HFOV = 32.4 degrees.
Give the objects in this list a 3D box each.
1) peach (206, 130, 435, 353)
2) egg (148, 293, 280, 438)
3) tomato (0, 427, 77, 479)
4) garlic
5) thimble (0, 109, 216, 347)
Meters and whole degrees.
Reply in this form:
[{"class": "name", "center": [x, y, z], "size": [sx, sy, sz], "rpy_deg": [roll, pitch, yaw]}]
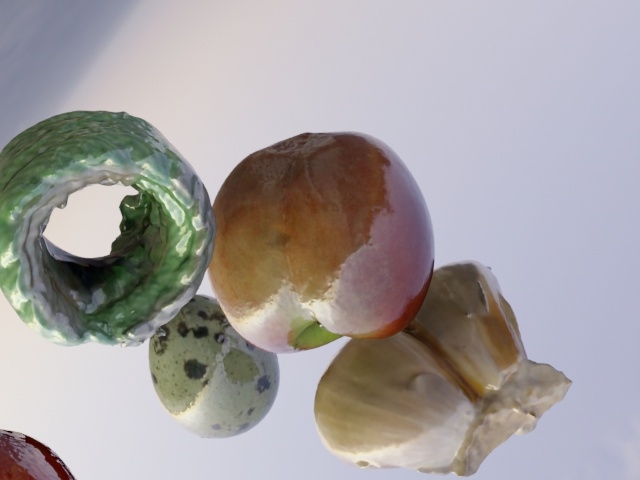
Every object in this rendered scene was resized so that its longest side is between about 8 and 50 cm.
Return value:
[{"class": "peach", "center": [0.000, 0.000, 1.182], "size": [0.252, 0.252, 0.252], "rpy_deg": [-50, -166, 17]}, {"class": "egg", "center": [-0.154, 0.171, 1.536], "size": [0.177, 0.228, 0.177], "rpy_deg": [-22, -152, 12]}, {"class": "tomato", "center": [-0.189, 0.153, 0.523], "size": [0.200, 0.233, 0.139], "rpy_deg": [133, -28, -64]}, {"class": "garlic", "center": [0.139, 0.159, 1.321], "size": [0.286, 0.249, 0.313], "rpy_deg": [-57, -167, 2]}, {"class": "thimble", "center": [-0.211, -0.011, 1.043], "size": [0.219, 0.219, 0.150], "rpy_deg": [-53, -150, 4]}]
